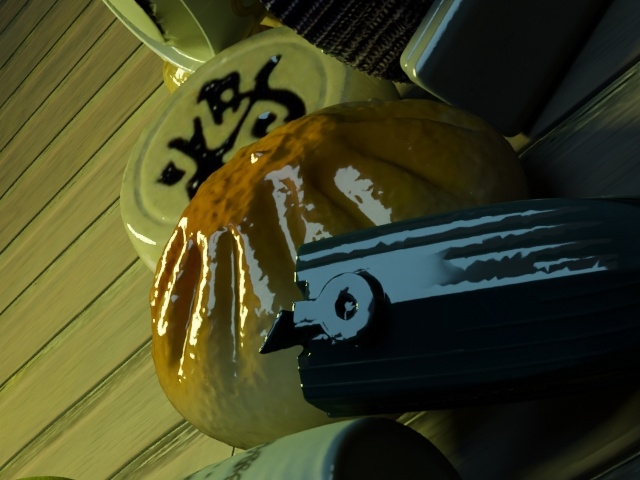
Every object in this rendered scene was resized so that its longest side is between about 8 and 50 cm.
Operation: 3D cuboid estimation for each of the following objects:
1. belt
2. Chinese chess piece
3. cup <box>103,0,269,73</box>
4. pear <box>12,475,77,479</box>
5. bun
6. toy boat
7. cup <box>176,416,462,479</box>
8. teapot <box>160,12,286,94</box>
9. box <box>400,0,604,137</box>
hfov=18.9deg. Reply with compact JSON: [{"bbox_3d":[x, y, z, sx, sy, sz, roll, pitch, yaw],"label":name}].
[{"bbox_3d":[0.039,-0.265,1.549,0.122,0.260,0.325,-49,28,35],"label":"belt"},{"bbox_3d":[-0.046,-0.060,1.605,0.257,0.104,0.257,-25,41,24],"label":"Chinese chess piece"},{"bbox_3d":[-0.094,-0.291,1.705,0.226,0.185,0.241,-46,-16,-17],"label":"cup"},{"bbox_3d":[-0.221,0.294,1.514,0.212,0.212,0.269,-55,15,16],"label":"pear"},{"bbox_3d":[0.000,0.000,1.334,0.299,0.165,0.299,-31,28,19],"label":"bun"},{"bbox_3d":[0.120,0.036,1.115,0.296,0.122,0.114,-9,77,29],"label":"toy boat"},{"bbox_3d":[-0.007,0.200,1.223,0.234,0.186,0.258,-35,4,34],"label":"cup"},{"bbox_3d":[-0.086,-0.209,1.910,0.203,0.167,0.311,-63,21,-6],"label":"teapot"},{"bbox_3d":[0.162,-0.201,1.404,0.244,0.103,0.055,-58,21,8],"label":"box"}]
